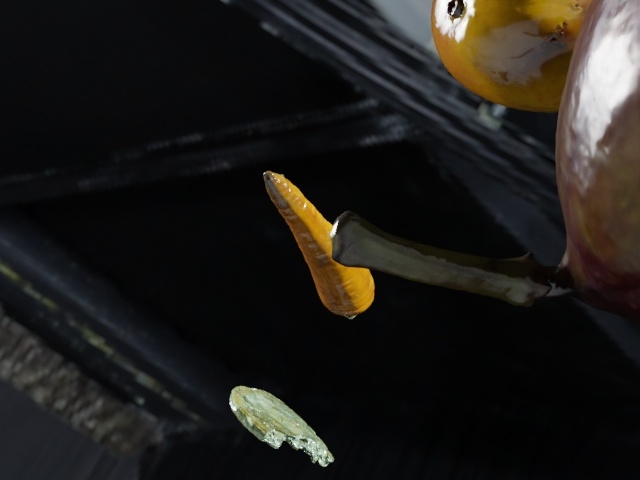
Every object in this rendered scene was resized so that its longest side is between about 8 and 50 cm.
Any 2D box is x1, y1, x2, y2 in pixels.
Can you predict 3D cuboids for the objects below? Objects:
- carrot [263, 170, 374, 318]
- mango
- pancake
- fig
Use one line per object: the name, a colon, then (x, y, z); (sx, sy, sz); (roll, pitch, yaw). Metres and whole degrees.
carrot: (0.000, 0.000, 1.464); (0.061, 0.061, 0.257); (13, -29, 31)
mango: (0.153, -0.132, 0.900); (0.144, 0.113, 0.219); (4, 1, 29)
pancake: (-0.042, 0.191, 1.503); (0.129, 0.023, 0.116); (32, 9, -30)
fig: (0.164, -0.021, 0.588); (0.186, 0.249, 0.203); (50, 23, 13)
